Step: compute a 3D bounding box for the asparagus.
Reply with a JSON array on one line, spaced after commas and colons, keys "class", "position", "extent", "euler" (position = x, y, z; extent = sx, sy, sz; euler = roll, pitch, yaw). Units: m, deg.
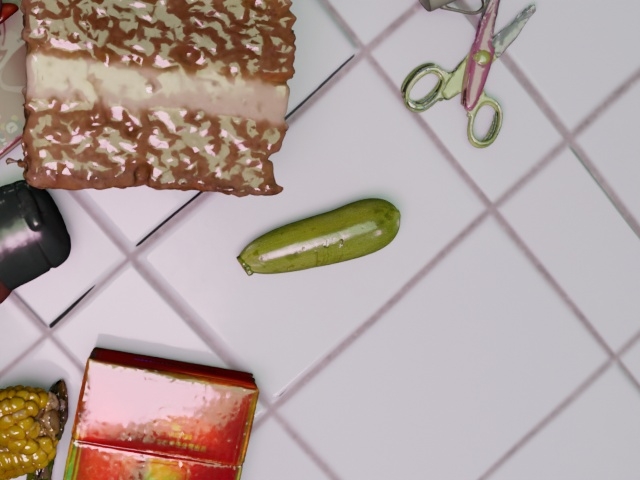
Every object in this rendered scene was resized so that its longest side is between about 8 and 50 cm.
[{"class": "asparagus", "position": [-0.318, 0.241, 1.107], "extent": [0.036, 0.030, 0.165], "euler": [15, 94, 11]}]

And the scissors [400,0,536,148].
[{"class": "scissors", "position": [0.192, -0.218, 1.157], "extent": [0.133, 0.020, 0.187], "euler": [30, 91, -6]}]

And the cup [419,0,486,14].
[{"class": "cup", "position": [0.159, -0.303, 1.134], "extent": [0.083, 0.054, 0.075], "euler": [-28, 128, -3]}]

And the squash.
[{"class": "squash", "position": [0.000, 0.000, 1.120], "extent": [0.201, 0.066, 0.066], "euler": [-17, 97, -7]}]

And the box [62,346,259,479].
[{"class": "box", "position": [-0.199, 0.296, 1.102], "extent": [0.197, 0.089, 0.313], "euler": [11, 92, -9]}]

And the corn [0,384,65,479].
[{"class": "corn", "position": [-0.438, 0.235, 1.046], "extent": [0.313, 0.102, 0.102], "euler": [-14, 97, 2]}]

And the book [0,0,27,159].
[{"class": "book", "position": [-0.391, -0.212, 1.052], "extent": [0.162, 0.022, 0.232], "euler": [-41, 100, -13]}]

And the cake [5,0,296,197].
[{"class": "cake", "position": [-0.166, -0.191, 0.972], "extent": [0.282, 0.255, 0.290], "euler": [4, 96, -17]}]

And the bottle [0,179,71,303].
[{"class": "bottle", "position": [-0.435, 0.041, 1.013], "extent": [0.336, 0.144, 0.144], "euler": [-23, 98, -7]}]

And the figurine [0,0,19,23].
[{"class": "figurine", "position": [-0.372, -0.251, 1.007], "extent": [0.067, 0.083, 0.071], "euler": [-33, 112, 12]}]
